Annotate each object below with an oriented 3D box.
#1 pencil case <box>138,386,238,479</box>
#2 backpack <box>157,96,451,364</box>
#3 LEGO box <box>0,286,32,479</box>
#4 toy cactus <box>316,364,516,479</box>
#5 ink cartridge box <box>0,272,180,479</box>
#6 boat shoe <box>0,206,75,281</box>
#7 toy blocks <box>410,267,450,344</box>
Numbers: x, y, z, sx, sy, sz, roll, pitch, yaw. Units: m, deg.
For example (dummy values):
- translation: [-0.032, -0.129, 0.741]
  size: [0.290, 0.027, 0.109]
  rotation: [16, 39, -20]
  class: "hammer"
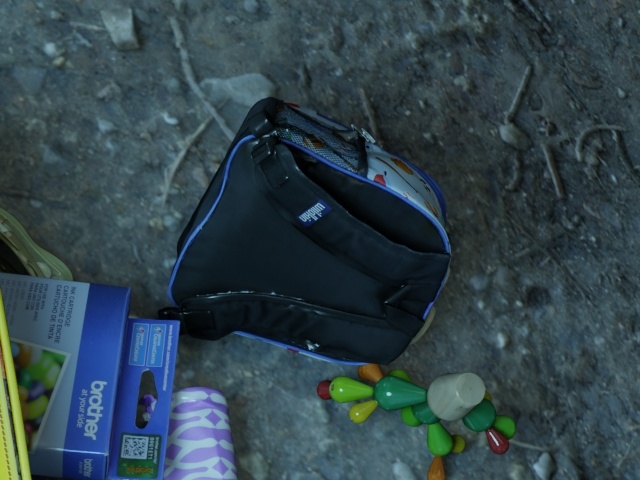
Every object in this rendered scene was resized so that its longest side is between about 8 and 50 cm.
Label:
- translation: [-0.122, 0.239, 1.517]
  size: [0.088, 0.086, 0.206]
  rotation: [7, 56, -29]
  class: "pencil case"
- translation: [0.000, 0.000, 1.657]
  size: [0.263, 0.276, 0.213]
  rotation: [27, 31, -6]
  class: "backpack"
- translation: [-0.427, 0.158, 1.230]
  size: [0.372, 0.193, 0.500]
  rotation: [-6, 61, -17]
  class: "LEGO box"
- translation: [0.116, 0.180, 1.668]
  size: [0.219, 0.180, 0.112]
  rotation: [25, 68, -11]
  class: "toy cactus"
- translation: [-0.288, 0.118, 1.443]
  size: [0.311, 0.065, 0.186]
  rotation: [8, 53, -7]
  class: "ink cartridge box"
- translation: [-0.315, 0.014, 1.572]
  size: [0.153, 0.056, 0.048]
  rotation: [42, 40, -11]
  class: "boat shoe"
- translation: [0.067, 0.035, 1.813]
  size: [0.148, 0.054, 0.123]
  rotation: [34, 46, -9]
  class: "toy blocks"
